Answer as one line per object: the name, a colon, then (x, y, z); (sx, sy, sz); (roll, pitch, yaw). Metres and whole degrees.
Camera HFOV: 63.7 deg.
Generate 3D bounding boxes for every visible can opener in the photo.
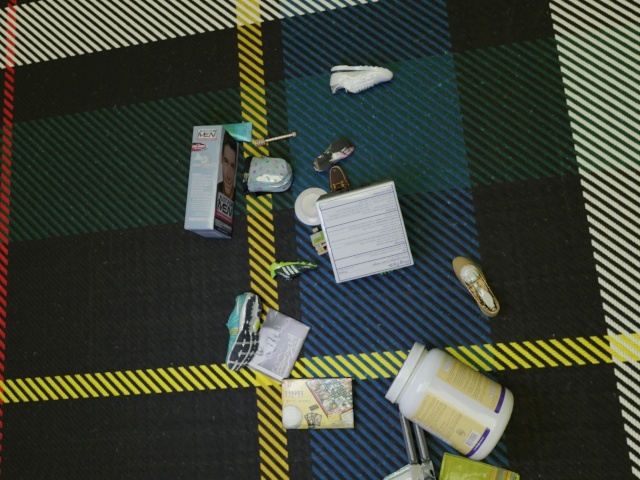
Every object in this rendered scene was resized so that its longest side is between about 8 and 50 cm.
can opener: (0.317, 0.692, 1.662); (0.075, 0.095, 0.284); (-14, 65, 8)

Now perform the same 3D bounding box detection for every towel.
towel: (0.502, 0.758, 1.637); (0.237, 0.021, 0.102); (12, 82, 12)
towel: (0.287, 0.817, 1.663); (0.113, 0.023, 0.152); (-31, 77, 4)

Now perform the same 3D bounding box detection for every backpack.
backpack: (-0.193, -0.237, 1.883); (0.181, 0.115, 0.152); (5, 79, 8)

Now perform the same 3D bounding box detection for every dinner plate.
dinner plate: (-0.026, -0.126, 1.885); (0.141, 0.017, 0.141); (-2, 79, 8)

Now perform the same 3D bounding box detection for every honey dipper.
honey dipper: (-0.169, -0.388, 1.950); (0.160, 0.030, 0.031); (-13, 78, 5)

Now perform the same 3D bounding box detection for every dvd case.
dvd case: (-0.151, 0.373, 1.819); (0.164, 0.018, 0.222); (23, 86, 13)

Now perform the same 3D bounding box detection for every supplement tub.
supplement tub: (0.392, 0.486, 1.590); (0.331, 0.241, 0.241); (30, 87, 14)

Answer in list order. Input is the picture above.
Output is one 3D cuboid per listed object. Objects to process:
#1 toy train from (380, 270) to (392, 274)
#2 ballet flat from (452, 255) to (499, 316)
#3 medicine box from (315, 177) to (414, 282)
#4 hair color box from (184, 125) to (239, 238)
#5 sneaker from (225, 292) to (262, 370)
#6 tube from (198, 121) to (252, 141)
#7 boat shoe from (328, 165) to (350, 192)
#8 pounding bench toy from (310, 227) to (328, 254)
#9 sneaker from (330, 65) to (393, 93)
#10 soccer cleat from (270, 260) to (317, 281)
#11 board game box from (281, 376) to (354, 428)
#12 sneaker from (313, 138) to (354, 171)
toy train: (0.243, 0.097, 1.799); (0.083, 0.017, 0.024); (-18, 68, 7)
ballet flat: (0.524, 0.147, 1.711); (0.080, 0.073, 0.232); (-34, 76, 2)
medicine box: (0.148, -0.035, 1.727); (0.263, 0.149, 0.290); (-14, 100, 7)
hair color box: (-0.390, -0.208, 1.876); (0.113, 0.185, 0.375); (1, 81, 10)
sneaker: (-0.280, 0.321, 1.819); (0.109, 0.107, 0.276); (0, 71, 43)
tube: (-0.366, -0.417, 1.981); (0.206, 0.052, 0.080); (0, 85, 5)
boat shoe: (0.075, -0.178, 1.848); (0.073, 0.073, 0.207); (-19, 76, 9)
pounding bench toy: (0.000, 0.000, 1.839); (0.052, 0.065, 0.083); (-23, 46, 6)
sneaker: (0.152, -0.593, 1.909); (0.234, 0.090, 0.095); (3, 93, 14)
soccer cleat: (-0.094, 0.109, 1.839); (0.178, 0.060, 0.073); (-1, 90, 16)
board game box: (-0.009, 0.549, 1.743); (0.243, 0.042, 0.165); (-2, 82, 6)
sneaker: (0.037, -0.309, 1.880); (0.178, 0.077, 0.072); (-32, 92, -19)
